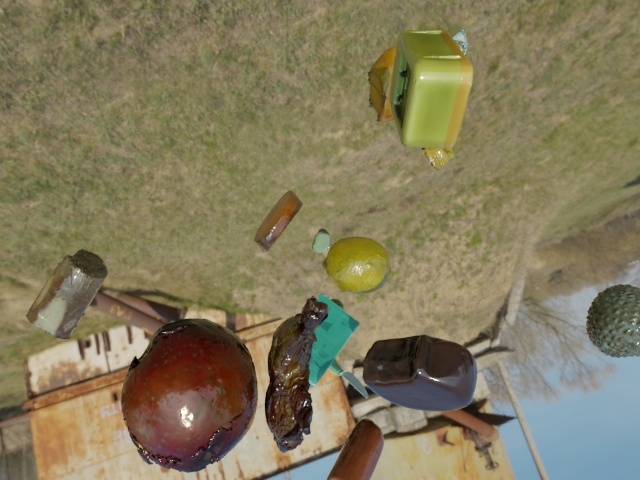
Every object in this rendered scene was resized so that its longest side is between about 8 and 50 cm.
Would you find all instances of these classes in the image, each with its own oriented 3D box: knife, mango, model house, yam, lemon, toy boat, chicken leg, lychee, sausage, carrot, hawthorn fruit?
[{"bbox_3d":[0.117,0.606,1.857,0.063,0.260,0.035,-21,143,-58],"label":"knife"},{"bbox_3d":[0.225,-0.473,1.245,0.126,0.154,0.252,-42,163,-22],"label":"mango"},{"bbox_3d":[0.000,0.000,1.528,0.066,0.079,0.083,7,-165,-11],"label":"model house"},{"bbox_3d":[-0.714,0.151,1.180,0.238,0.128,0.129,-55,141,2],"label":"yam"},{"bbox_3d":[0.161,0.107,1.778,0.261,0.283,0.260,-62,178,-4],"label":"lemon"},{"bbox_3d":[0.477,-0.655,1.475,0.069,0.173,0.059,13,-160,2],"label":"toy boat"},{"bbox_3d":[-0.046,0.236,0.733,0.082,0.323,0.177,4,-172,-19],"label":"chicken leg"},{"bbox_3d":[1.093,0.290,1.485,0.255,0.255,0.274,-6,138,-42],"label":"lychee"},{"bbox_3d":[0.107,0.617,1.177,0.113,0.114,0.259,-29,-175,35],"label":"sausage"},{"bbox_3d":[-0.170,-0.074,1.712,0.258,0.100,0.307,-49,-166,26],"label":"carrot"},{"bbox_3d":[-0.274,0.312,0.888,0.315,0.316,0.316,-18,166,-5],"label":"hawthorn fruit"}]

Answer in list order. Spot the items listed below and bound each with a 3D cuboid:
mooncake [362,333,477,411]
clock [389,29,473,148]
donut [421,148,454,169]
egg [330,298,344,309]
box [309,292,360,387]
[{"bbox_3d":[0.302,0.406,1.297,0.333,0.174,0.326,19,147,2],"label":"mooncake"},{"bbox_3d":[0.176,-0.254,0.688,0.096,0.202,0.143,0,132,0],"label":"clock"},{"bbox_3d":[0.522,-0.400,1.827,0.078,0.146,0.181,-32,-178,43],"label":"donut"},{"bbox_3d":[0.063,0.300,1.841,0.085,0.085,0.110,-21,175,7],"label":"egg"},{"bbox_3d":[-0.016,0.398,1.652,0.311,0.205,0.118,-50,175,-24],"label":"box"}]
